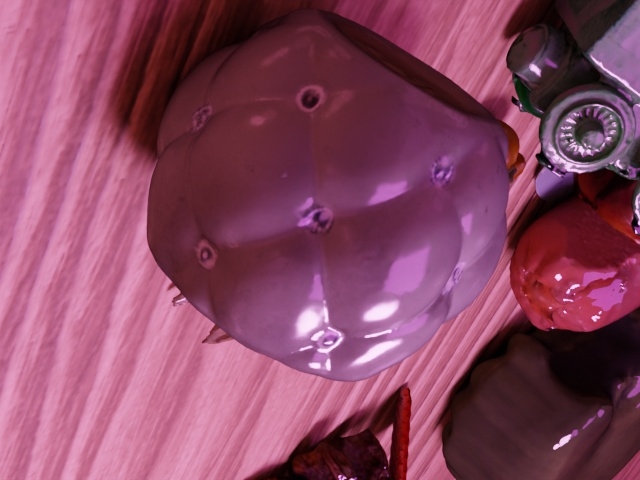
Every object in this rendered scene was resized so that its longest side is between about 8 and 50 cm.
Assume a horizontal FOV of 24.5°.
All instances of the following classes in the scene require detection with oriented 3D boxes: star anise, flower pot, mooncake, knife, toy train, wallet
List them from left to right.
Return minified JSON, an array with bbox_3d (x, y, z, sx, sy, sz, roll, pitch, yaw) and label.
[{"bbox_3d":[-0.004,0.318,1.682,0.220,0.126,0.190,-40,160,-17],"label":"star anise"},{"bbox_3d":[0.008,-0.035,0.979,0.246,0.246,0.195,3,122,-59],"label":"flower pot"},{"bbox_3d":[0.090,0.281,1.736,0.103,0.020,0.196,98,0,-55],"label":"wallet"},{"bbox_3d":[0.252,-0.082,1.546,0.063,0.034,0.260,-41,160,-10],"label":"knife"},{"bbox_3d":[0.323,0.223,1.971,0.351,0.187,0.351,-38,154,-22],"label":"mooncake"},{"bbox_3d":[0.296,-0.128,1.292,0.266,0.145,0.202,32,114,-24],"label":"toy train"}]

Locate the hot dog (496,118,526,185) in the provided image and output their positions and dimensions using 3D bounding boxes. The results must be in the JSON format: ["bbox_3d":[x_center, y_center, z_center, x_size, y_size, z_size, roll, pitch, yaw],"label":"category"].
[{"bbox_3d":[0.093,-0.032,1.323,0.249,0.068,0.100,-28,151,-33],"label":"hot dog"}]

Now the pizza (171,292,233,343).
[{"bbox_3d":[0.000,0.000,1.159,0.262,0.181,0.034,-23,121,4],"label":"pizza"}]

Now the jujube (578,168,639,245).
[{"bbox_3d":[0.383,-0.130,1.482,0.290,0.197,0.197,-50,156,9],"label":"jujube"}]

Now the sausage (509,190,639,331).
[{"bbox_3d":[0.329,0.010,1.669,0.279,0.152,0.152,-26,150,-38],"label":"sausage"}]
